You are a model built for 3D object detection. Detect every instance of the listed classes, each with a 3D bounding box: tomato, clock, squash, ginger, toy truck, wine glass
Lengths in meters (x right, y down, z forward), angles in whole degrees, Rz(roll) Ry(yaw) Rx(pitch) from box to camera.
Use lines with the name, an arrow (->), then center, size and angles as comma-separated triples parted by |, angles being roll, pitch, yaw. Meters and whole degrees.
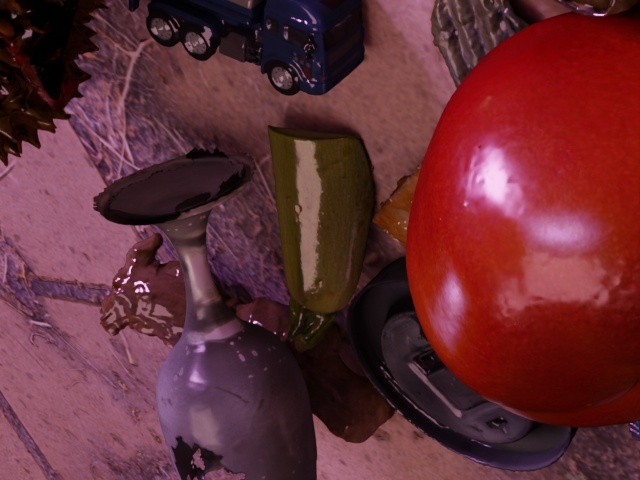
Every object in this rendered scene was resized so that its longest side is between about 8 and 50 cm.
tomato -> 0.188, -0.020, 0.964 | 0.299, 0.226, 0.298 | -6, 160, -2
clock -> 0.122, 0.102, 1.361 | 0.215, 0.042, 0.215 | 27, 145, 21
squash -> 0.001, -0.002, 1.338 | 0.090, 0.075, 0.200 | 7, 115, 16
ginger -> -0.066, 0.099, 1.508 | 0.290, 0.122, 0.084 | 25, -173, 8
toy truck -> -0.062, -0.180, 1.197 | 0.202, 0.074, 0.088 | 26, 136, 25
wine glass -> -0.086, 0.087, 1.398 | 0.143, 0.143, 0.321 | 5, 118, 44

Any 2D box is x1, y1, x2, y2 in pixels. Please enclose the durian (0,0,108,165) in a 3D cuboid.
durian -> -0.293, -0.201, 1.134 | 0.348, 0.384, 0.347 | 31, 167, 8

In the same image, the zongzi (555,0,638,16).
zongzi -> 0.077, -0.272, 0.898 | 0.260, 0.123, 0.289 | 15, 130, 40

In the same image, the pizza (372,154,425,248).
pizza -> 0.103, -0.022, 1.226 | 0.134, 0.046, 0.175 | 19, 142, 30

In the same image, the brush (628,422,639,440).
brush -> 0.240, 0.088, 1.222 | 0.032, 0.043, 0.193 | 34, 150, 44

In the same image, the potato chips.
potato chips -> 0.137, -0.096, 1.120 | 0.092, 0.028, 0.207 | -3, 126, 50
